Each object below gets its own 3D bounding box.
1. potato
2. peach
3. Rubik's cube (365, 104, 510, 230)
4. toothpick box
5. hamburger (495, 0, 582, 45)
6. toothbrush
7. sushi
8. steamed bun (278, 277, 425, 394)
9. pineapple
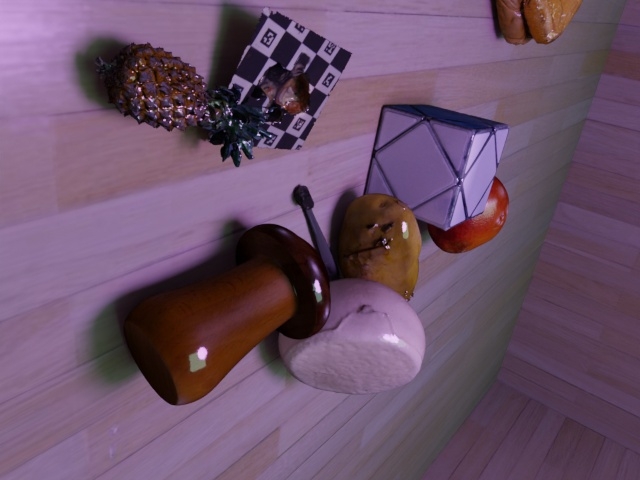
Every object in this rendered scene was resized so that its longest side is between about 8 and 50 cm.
[{"bbox_3d":[0.123,0.033,1.119,0.300,0.172,0.140,80,19,-48],"label":"potato"},{"bbox_3d":[0.369,-0.078,1.387,0.243,0.199,0.244,-32,145,-27],"label":"peach"},{"bbox_3d":[0.243,-0.164,1.125,0.205,0.205,0.207,-18,127,-51],"label":"Rubik's cube"},{"bbox_3d":[-0.120,0.101,0.783,0.294,0.192,0.192,-31,136,-35],"label":"toothpick box"},{"bbox_3d":[0.541,-0.638,1.292,0.318,0.158,0.319,-36,139,-39],"label":"hamburger"},{"bbox_3d":[0.000,0.000,1.042,0.030,0.031,0.297,-29,143,-7],"label":"toothbrush"},{"bbox_3d":[-0.064,-0.222,0.770,0.210,0.040,0.193,-5,132,-55],"label":"sushi"},{"bbox_3d":[0.061,0.176,1.053,0.283,0.282,0.177,73,16,-48],"label":"steamed bun"},{"bbox_3d":[-0.156,-0.156,0.621,0.103,0.083,0.221,-43,145,26],"label":"pineapple"}]
